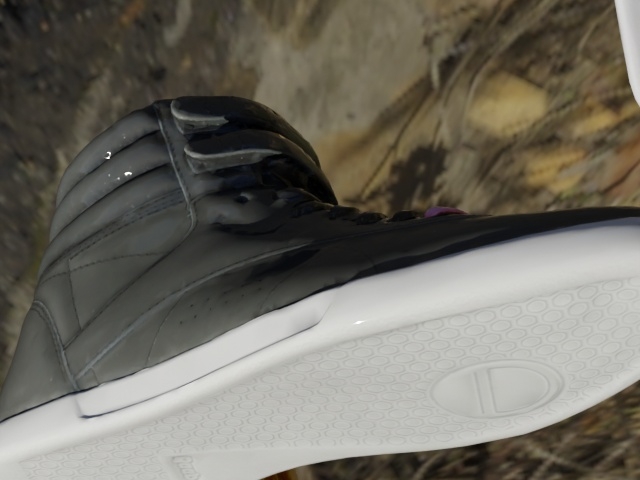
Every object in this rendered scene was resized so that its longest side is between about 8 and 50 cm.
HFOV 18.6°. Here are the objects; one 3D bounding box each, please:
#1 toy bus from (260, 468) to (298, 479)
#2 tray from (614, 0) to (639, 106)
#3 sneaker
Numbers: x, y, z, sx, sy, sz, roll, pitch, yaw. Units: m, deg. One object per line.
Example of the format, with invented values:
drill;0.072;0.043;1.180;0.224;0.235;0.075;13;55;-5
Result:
toy bus;-0.076;0.130;1.058;0.150;0.211;0.220;-3;123;20
tray;0.133;-0.174;0.517;0.145;0.030;0.270;-9;109;12
sneaker;-0.001;0.000;0.690;0.296;0.104;0.146;-18;54;32
